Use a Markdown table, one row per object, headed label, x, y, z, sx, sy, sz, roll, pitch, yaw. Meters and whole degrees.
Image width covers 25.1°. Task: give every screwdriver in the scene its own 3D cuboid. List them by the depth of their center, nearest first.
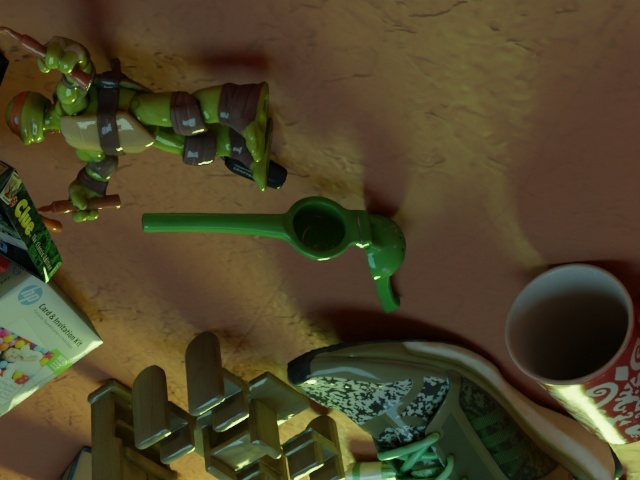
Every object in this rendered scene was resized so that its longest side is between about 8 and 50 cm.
| label | x | y | z | sx | sy | sz | roll | pitch | yaw |
| --- | --- | --- | --- | --- | --- | --- | --- | --- | --- |
| screwdriver | -0.103 | -0.083 | 1.151 | 0.170 | 0.024 | 0.025 | 24 | 177 | -17 |

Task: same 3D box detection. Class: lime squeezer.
| label | x | y | z | sx | sy | sz | roll | pitch | yaw |
| --- | --- | --- | --- | --- | --- | --- | --- | --- | --- |
| lime squeezer | 0.000 | 0.000 | 1.201 | 0.110 | 0.059 | 0.310 | -6 | 163 | 42 |

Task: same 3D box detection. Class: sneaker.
| label | x | y | z | sx | sy | sz | roll | pitch | yaw |
| --- | --- | --- | --- | --- | --- | --- | --- | --- | --- |
| sneaker | 0.137 | 0.228 | 1.428 | 0.410 | 0.182 | 0.158 | 28 | 146 | -25 |

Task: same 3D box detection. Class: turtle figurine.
| label | x | y | z | sx | sy | sz | roll | pitch | yaw |
| --- | --- | --- | --- | --- | --- | --- | --- | --- | --- |
| turtle figurine | -0.147 | -0.084 | 1.098 | 0.217 | 0.087 | 0.269 | 5 | 147 | 3 |

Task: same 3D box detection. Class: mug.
| label | x | y | z | sx | sy | sz | roll | pitch | yaw |
| --- | --- | --- | --- | --- | --- | --- | --- | --- | --- |
| mug | 0.260 | 0.107 | 1.255 | 0.150 | 0.113 | 0.169 | -4 | 150 | 28 |

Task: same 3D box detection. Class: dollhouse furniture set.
| label | x | y | z | sx | sy | sz | roll | pitch | yaw |
| --- | --- | --- | --- | --- | --- | --- | --- | --- | --- |
| dollhouse furniture set | -0.131 | 0.200 | 1.571 | 0.242 | 0.161 | 0.212 | -32 | 132 | 22 |

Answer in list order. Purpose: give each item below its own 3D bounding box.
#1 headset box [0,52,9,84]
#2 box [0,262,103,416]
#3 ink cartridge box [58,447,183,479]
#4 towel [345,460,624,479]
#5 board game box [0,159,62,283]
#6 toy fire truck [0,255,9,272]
| label | x | y | z | sx | sy | sz | roll | pitch | yaw |
| --- | --- | --- | --- | --- | --- | --- | --- | --- | --- |
| headset box | -0.295 | -0.140 | 1.111 | 0.083 | 0.032 | 0.062 | -6 | 145 | 29 |
| box | -0.330 | 0.112 | 1.435 | 0.186 | 0.038 | 0.145 | -36 | 141 | -4 |
| ink cartridge box | -0.281 | 0.361 | 1.902 | 0.148 | 0.086 | 0.203 | 21 | 150 | -14 |
| towel | 0.204 | 0.331 | 1.725 | 0.324 | 0.038 | 0.248 | 3 | 148 | 15 |
| board game box | -0.326 | -0.066 | 1.150 | 0.259 | 0.030 | 0.136 | 29 | 159 | 22 |
| toy fire truck | -0.361 | -0.010 | 1.341 | 0.192 | 0.047 | 0.135 | -15 | 140 | 40 |
